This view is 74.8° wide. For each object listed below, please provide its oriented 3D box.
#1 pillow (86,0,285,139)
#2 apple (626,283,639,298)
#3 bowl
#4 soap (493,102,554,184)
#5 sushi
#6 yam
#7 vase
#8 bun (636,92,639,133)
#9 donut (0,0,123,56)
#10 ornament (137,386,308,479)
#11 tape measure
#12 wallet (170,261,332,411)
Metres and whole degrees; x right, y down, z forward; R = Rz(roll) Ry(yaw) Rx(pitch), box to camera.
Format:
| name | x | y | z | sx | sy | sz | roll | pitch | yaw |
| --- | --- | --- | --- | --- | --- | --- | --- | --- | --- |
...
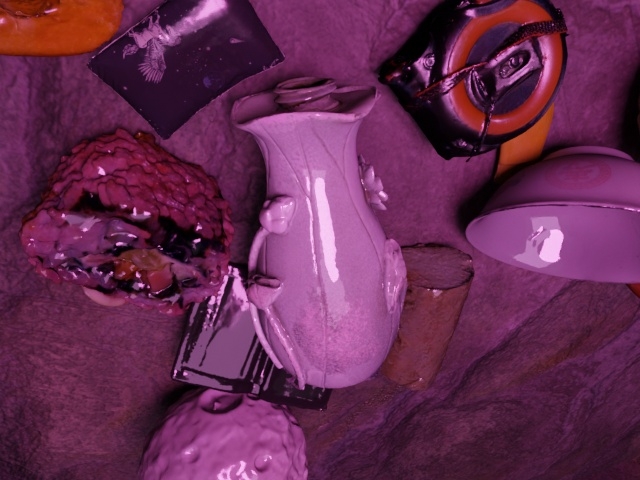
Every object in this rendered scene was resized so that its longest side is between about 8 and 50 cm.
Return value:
| name | x | y | z | sx | sy | sz | roll | pitch | yaw |
| --- | --- | --- | --- | --- | --- | --- | --- | --- | --- |
| pillow | -0.165 | -0.230 | 0.525 | 0.208 | 0.055 | 0.141 | -30 | 133 | 10 |
| apple | 0.713 | 0.047 | 0.848 | 0.201 | 0.201 | 0.162 | -9 | 171 | -7 |
| bowl | 0.432 | -0.054 | 0.697 | 0.346 | 0.346 | 0.157 | 25 | 72 | -27 |
| soap | 0.342 | -0.165 | 0.705 | 0.089 | 0.033 | 0.168 | -13 | 129 | -4 |
| sushi | -0.259 | -0.002 | 0.599 | 0.236 | 0.170 | 0.270 | -44 | 128 | 18 |
| yam | 0.188 | 0.156 | 0.824 | 0.168 | 0.168 | 0.304 | -1 | 125 | -13 |
| vase | 0.000 | 0.000 | 0.615 | 0.250 | 0.250 | 0.444 | -10 | 120 | -6 |
| bun | 0.605 | -0.142 | 0.608 | 0.202 | 0.364 | 0.364 | -28 | 128 | 22 |
| donut | -0.301 | -0.264 | 0.423 | 0.179 | 0.065 | 0.162 | -10 | 158 | -36 |
| ornament | -0.192 | 0.444 | 0.844 | 0.338 | 0.337 | 0.336 | -6 | 127 | -9 |
| tape measure | 0.216 | -0.227 | 0.568 | 0.223 | 0.135 | 0.202 | -41 | 115 | 10 |
| wallet | -0.095 | 0.190 | 0.797 | 0.323 | 0.041 | 0.246 | 18 | 94 | -18 |
